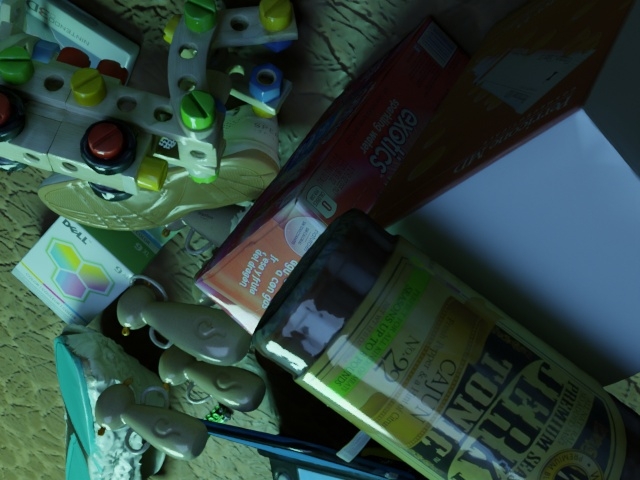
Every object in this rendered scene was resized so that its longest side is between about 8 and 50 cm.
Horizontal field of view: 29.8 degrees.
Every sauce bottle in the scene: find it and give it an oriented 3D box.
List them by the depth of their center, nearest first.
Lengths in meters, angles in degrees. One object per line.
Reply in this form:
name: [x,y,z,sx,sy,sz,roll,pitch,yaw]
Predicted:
sauce bottle: [0.125,0.118,0.721,0.344,0.111,0.111,35,135,-3]

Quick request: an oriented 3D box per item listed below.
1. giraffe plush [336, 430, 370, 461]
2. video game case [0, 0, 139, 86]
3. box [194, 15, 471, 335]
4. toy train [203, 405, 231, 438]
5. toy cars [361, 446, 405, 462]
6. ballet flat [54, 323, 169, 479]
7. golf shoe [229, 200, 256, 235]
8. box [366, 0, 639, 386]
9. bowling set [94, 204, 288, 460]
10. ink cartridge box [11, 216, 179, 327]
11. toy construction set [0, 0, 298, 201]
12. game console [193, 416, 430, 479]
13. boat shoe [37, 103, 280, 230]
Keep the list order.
giraffe plush: [0.062,0.095,1.194,0.170,0.210,0.181,49,172,48]
video game case: [-0.295,-0.176,1.262,0.183,0.023,0.201,33,135,2]
box: [0.051,-0.032,0.990,0.154,0.300,0.142,43,132,-10]
toy train: [-0.137,0.232,1.509,0.024,0.017,0.083,33,135,-12]
toy cars: [0.132,0.268,1.336,0.176,0.087,0.393,30,134,4]
ballet flat: [-0.255,0.226,1.493,0.147,0.147,0.409,24,139,10]
golf shoe: [0.000,0.000,1.154,0.176,0.086,0.069,-3,131,-1]
box: [0.197,-0.069,0.846,0.168,0.345,0.215,47,133,-12]
bowling set: [-0.121,0.105,1.292,0.154,0.287,0.200,18,166,24]
ink cartridge box: [-0.255,0.011,1.362,0.109,0.062,0.209,44,134,-9]
toy construction set: [-0.197,-0.147,1.091,0.328,0.215,0.151,10,155,18]
game console: [-0.019,0.299,1.322,0.293,0.173,0.250,0,102,53]
boat shoe: [-0.160,-0.080,1.219,0.277,0.096,0.098,-8,147,25]
